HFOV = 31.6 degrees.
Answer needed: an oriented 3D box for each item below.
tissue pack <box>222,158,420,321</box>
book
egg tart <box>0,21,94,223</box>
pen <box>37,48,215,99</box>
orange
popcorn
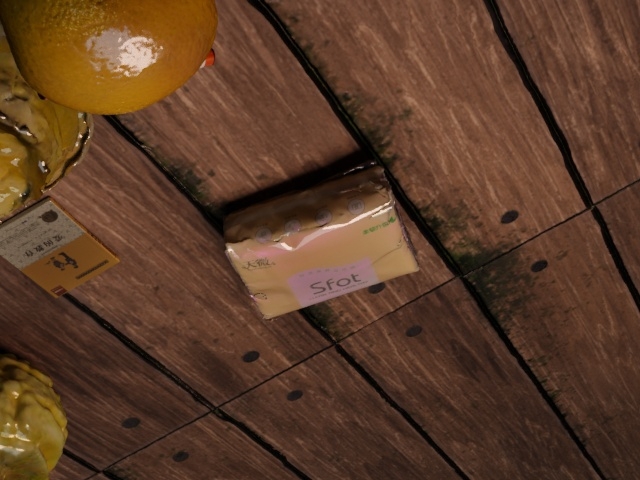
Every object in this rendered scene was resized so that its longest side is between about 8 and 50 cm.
[{"bbox_3d":[0.000,0.000,1.681,0.257,0.123,0.215,-17,142,7],"label":"tissue pack"},{"bbox_3d":[-0.382,0.013,1.616,0.118,0.012,0.172,-29,139,11],"label":"book"},{"bbox_3d":[-0.438,-0.123,1.353,0.345,0.132,0.345,-10,140,-9],"label":"egg tart"},{"bbox_3d":[-0.230,-0.203,1.364,0.239,0.028,0.028,-20,146,-37],"label":"pen"},{"bbox_3d":[-0.231,-0.247,1.230,0.236,0.236,0.236,-12,139,-10],"label":"orange"},{"bbox_3d":[-0.520,0.299,1.705,0.293,0.237,0.293,-14,137,-13],"label":"popcorn"}]
